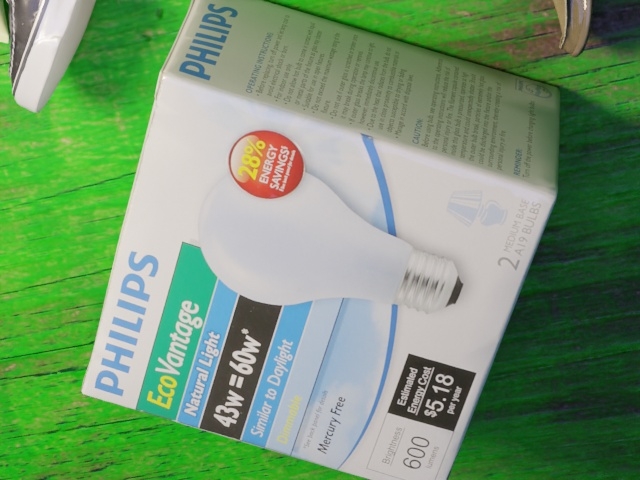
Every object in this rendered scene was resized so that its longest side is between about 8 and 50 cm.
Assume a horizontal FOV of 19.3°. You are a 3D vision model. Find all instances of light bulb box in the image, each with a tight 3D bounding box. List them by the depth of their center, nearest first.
[{"bbox_3d":[0.000,0.000,1.773,0.361,0.225,0.358,16,119,-1],"label":"light bulb box"}]

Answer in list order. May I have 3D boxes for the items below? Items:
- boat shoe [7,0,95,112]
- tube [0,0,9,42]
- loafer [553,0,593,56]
[{"bbox_3d":[-0.257,-0.265,1.739,0.102,0.108,0.301,20,119,2],"label":"boat shoe"},{"bbox_3d":[-0.340,-0.298,1.766,0.070,0.062,0.240,36,135,39],"label":"tube"},{"bbox_3d":[0.224,-0.240,1.712,0.050,0.056,0.148,3,108,8],"label":"loafer"}]
